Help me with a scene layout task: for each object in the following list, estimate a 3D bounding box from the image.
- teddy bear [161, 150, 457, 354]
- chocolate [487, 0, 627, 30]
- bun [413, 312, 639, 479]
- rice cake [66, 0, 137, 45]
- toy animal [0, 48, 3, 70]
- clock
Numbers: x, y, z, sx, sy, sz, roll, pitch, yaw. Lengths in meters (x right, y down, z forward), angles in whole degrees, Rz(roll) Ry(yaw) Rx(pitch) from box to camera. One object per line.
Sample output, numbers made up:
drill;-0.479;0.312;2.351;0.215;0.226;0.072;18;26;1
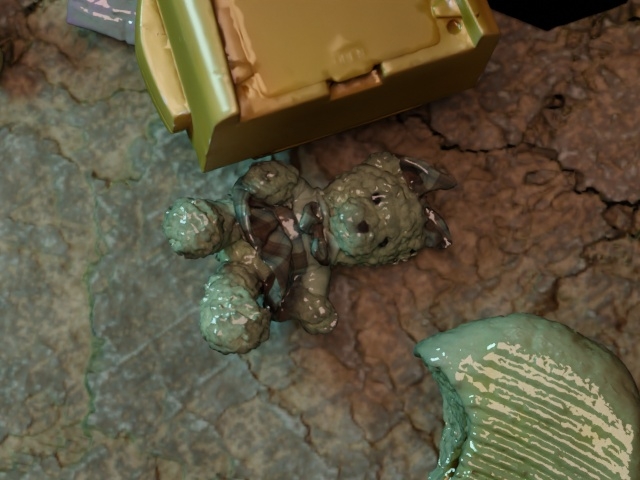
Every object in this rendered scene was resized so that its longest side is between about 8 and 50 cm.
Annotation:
teddy bear;-0.014;0.000;1.435;0.213;0.111;0.133;-19;103;-22
chocolate;0.157;-0.297;1.427;0.206;0.177;0.224;23;81;9
bun;0.130;0.155;1.371;0.212;0.126;0.204;-44;79;4
rice cake;-0.098;-0.286;1.511;0.106;0.050;0.298;19;82;7
toy animal;-0.312;-0.201;1.487;0.169;0.121;0.233;25;80;20
clock;-0.030;-0.231;1.394;0.244;0.200;0.317;-17;85;-13
